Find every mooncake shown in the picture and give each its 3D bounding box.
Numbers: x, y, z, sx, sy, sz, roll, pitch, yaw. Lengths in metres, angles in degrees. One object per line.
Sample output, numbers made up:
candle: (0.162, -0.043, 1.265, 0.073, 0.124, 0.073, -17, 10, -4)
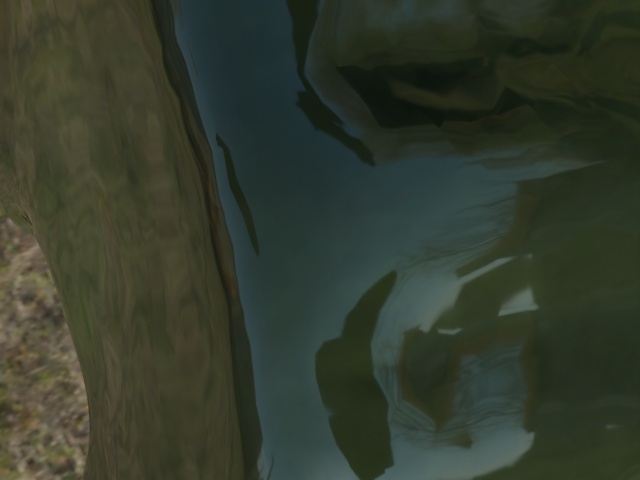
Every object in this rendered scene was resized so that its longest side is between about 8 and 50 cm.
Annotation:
mooncake: (-0.002, -0.011, 0.501, 0.351, 0.187, 0.351, 171, 90, -68)
